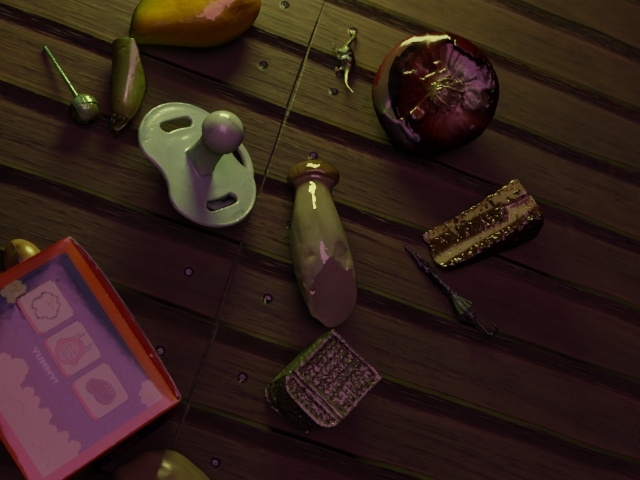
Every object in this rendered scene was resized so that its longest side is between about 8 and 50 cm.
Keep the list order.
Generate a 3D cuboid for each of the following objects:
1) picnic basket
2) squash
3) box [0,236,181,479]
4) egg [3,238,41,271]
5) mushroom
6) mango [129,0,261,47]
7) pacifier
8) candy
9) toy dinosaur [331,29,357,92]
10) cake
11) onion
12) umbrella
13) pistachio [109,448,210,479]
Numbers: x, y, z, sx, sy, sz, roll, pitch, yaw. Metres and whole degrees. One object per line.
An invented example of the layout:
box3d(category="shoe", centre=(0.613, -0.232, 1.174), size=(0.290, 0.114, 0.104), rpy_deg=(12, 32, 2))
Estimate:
box3d(category="picnic basket", centre=(-0.007, 0.274, 1.487), size=(0.134, 0.196, 0.154), rpy_deg=(45, 68, 0))
box3d(category="squash", centre=(-0.394, -0.307, 1.644), size=(0.075, 0.090, 0.200), rpy_deg=(7, 83, -43))
box3d(category="box", centre=(-0.420, 0.219, 1.323), size=(0.257, 0.349, 0.319), rpy_deg=(-34, 82, -21))
box3d(category="egg", centre=(-0.556, 0.036, 1.498), size=(0.071, 0.071, 0.083), rpy_deg=(-21, 67, -19))
box3d(category="mushroom", centre=(0.000, 0.000, 1.616), size=(0.128, 0.128, 0.350), rpy_deg=(-1, 69, -14))
box3d(category="mango", centre=(-0.260, -0.494, 1.715), size=(0.316, 0.119, 0.177), rpy_deg=(-18, 81, -9))
box3d(category="pacifier", centre=(-0.210, -0.173, 1.567), size=(0.238, 0.226, 0.287), rpy_deg=(-20, 79, -37))
box3d(category="candy", centre=(-0.518, -0.322, 1.636), size=(0.061, 0.061, 0.202), rpy_deg=(-30, 74, -20))
box3d(category="toy dinosaur", centre=(0.053, -0.405, 1.797), size=(0.058, 0.037, 0.180), rpy_deg=(6, 71, -6))
box3d(category="cake", centre=(0.359, -0.015, 1.747), size=(0.246, 0.135, 0.112), rpy_deg=(-32, 68, 9))
box3d(category="onion", centre=(0.251, -0.318, 1.759), size=(0.272, 0.195, 0.272), rpy_deg=(2, 99, 13))
box3d(category="umbrella", centre=(0.265, 0.110, 1.692), size=(0.269, 0.044, 0.044), rpy_deg=(43, 106, 9))
box3d(category="pistachio", centre=(-0.239, 0.478, 1.367), size=(0.288, 0.197, 0.166), rpy_deg=(45, 72, -9))
